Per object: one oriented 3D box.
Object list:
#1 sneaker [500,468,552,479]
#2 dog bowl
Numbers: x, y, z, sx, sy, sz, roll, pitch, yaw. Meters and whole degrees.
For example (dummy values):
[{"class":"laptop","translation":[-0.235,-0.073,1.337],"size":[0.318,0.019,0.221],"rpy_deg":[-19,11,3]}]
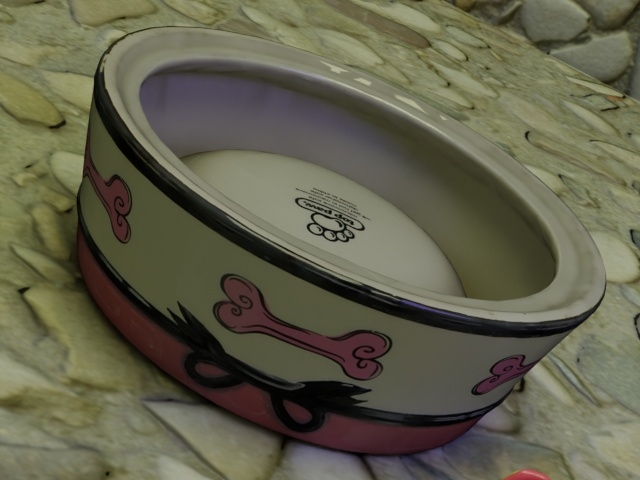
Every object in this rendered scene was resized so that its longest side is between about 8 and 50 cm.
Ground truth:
[{"class":"sneaker","translation":[0.081,0.189,0.914],"size":[0.081,0.094,0.208],"rpy_deg":[35,27,18]},{"class":"dog bowl","translation":[0.000,0.000,1.160],"size":[0.407,0.150,0.408],"rpy_deg":[22,24,-10]}]
